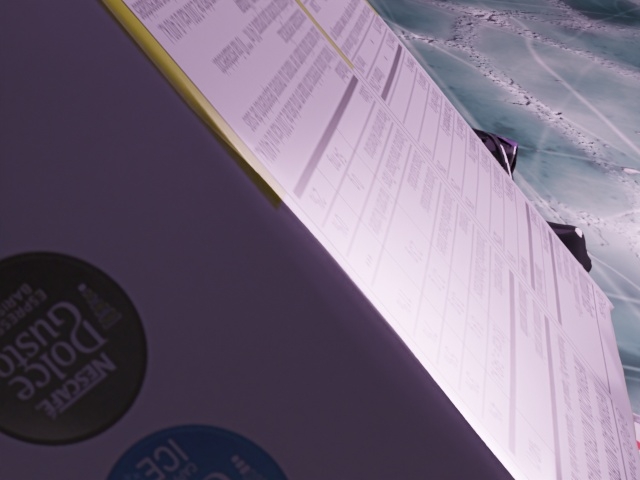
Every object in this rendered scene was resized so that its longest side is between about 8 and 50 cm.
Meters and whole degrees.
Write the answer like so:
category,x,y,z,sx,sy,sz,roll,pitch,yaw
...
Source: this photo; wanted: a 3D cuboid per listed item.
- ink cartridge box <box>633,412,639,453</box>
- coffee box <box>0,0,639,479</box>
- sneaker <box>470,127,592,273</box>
category,x,y,z,sx,sy,sz,roll,pitch,yaw
ink cartridge box,0.072,0.176,0.916,0.207,0.117,0.283,24,27,16
coffee box,-0.114,0.052,0.601,0.334,0.337,0.338,50,14,-9
sneaker,0.080,-0.050,1.260,0.283,0.124,0.107,45,5,7
